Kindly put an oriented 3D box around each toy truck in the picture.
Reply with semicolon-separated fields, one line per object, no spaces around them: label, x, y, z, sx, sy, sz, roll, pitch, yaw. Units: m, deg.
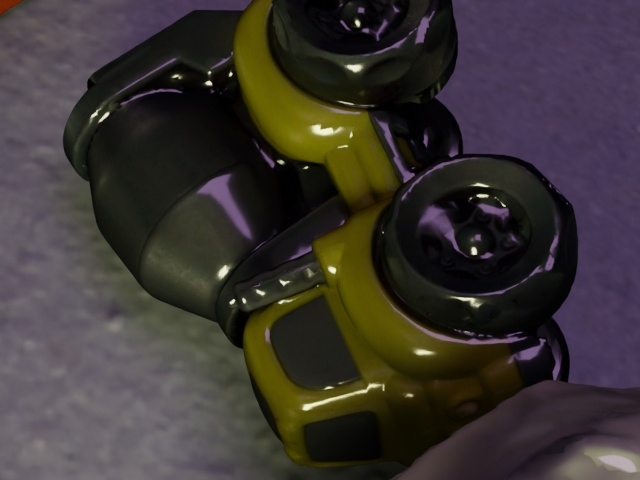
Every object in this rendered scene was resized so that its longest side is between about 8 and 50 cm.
toy truck;0.000;0.000;0.692;0.165;0.147;0.224;-22;60;-7

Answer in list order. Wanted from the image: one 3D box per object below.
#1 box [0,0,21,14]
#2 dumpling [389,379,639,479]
box;-0.309;-0.202;0.658;0.318;0.257;0.348;37;48;11
dumpling;0.106;0.168;0.533;0.318;0.187;0.243;-16;54;-35
